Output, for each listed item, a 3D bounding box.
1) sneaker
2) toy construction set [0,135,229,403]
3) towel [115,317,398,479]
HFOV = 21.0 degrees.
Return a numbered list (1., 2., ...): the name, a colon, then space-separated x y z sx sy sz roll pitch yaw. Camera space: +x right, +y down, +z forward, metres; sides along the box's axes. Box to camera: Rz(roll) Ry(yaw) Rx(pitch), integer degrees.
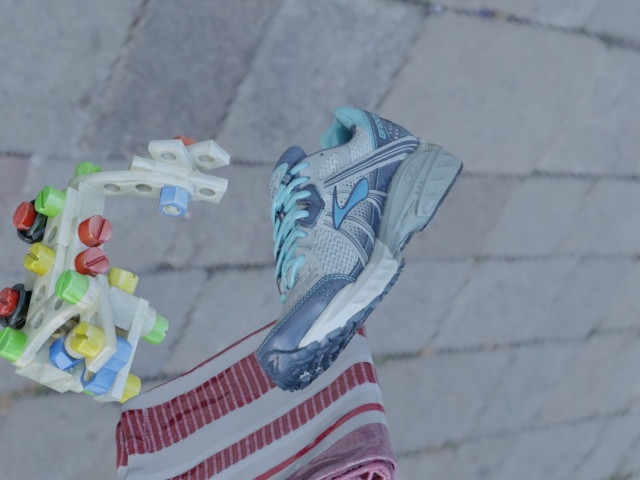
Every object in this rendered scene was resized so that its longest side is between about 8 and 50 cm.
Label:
1. sneaker: 0.000 0.000 1.299 0.110 0.122 0.283 -53 -177 41
2. toy construction set: -0.218 0.019 1.715 0.215 0.151 0.328 -27 -148 44
3. towel: -0.061 0.153 1.363 0.237 0.329 0.037 -30 111 7
